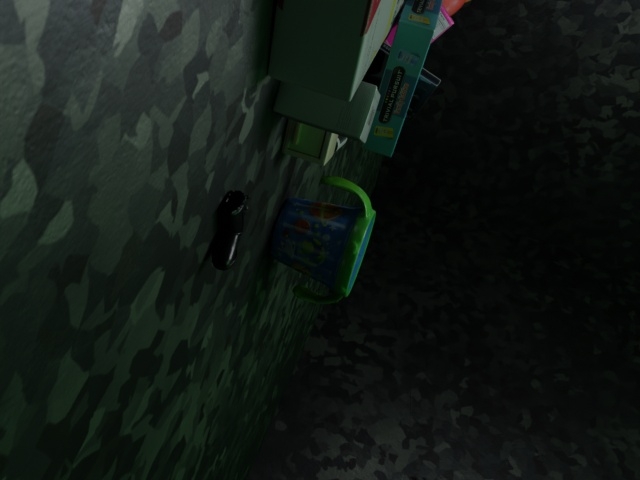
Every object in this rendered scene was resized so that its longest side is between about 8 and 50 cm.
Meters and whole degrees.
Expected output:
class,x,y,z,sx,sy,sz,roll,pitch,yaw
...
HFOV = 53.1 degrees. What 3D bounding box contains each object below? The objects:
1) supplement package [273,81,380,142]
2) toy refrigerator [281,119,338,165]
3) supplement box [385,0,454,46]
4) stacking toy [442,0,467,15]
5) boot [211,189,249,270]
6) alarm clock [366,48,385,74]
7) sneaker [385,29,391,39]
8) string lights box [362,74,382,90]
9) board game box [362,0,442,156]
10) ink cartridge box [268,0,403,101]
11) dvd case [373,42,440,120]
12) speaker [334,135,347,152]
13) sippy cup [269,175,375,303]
class,x,y,z,sx,sy,sz,roll,pitch,yaw
supplement package,0.014,-0.268,1.242,0.105,0.179,0.105,-26,134,-80
toy refrigerator,0.001,-0.306,1.360,0.094,0.102,0.270,-58,165,-61
supplement box,0.232,-0.567,1.742,0.220,0.114,0.111,-40,-151,6
stacking toy,0.269,-0.720,1.867,0.480,0.350,0.351,-52,169,-10
boot,-0.157,-0.021,1.118,0.099,0.045,0.121,104,1,-46
alarm clock,0.094,-0.450,1.569,0.192,0.129,0.064,-52,159,-60
sneaker,0.130,-0.619,1.470,0.208,0.127,0.319,93,8,-71
string lights box,0.056,-0.349,1.526,0.260,0.133,0.077,-57,164,-62
board game box,0.192,-0.405,1.484,0.336,0.079,0.254,105,3,-46
ink cartridge box,0.060,-0.475,1.142,0.279,0.160,0.385,102,9,-45
dvd case,0.184,-0.437,1.713,0.030,0.238,0.179,-56,-179,-24
speaker,0.039,-0.290,1.861,0.136,0.055,0.055,-53,160,-67
sippy cup,0.000,0.000,1.627,0.240,0.223,0.306,65,43,-78
